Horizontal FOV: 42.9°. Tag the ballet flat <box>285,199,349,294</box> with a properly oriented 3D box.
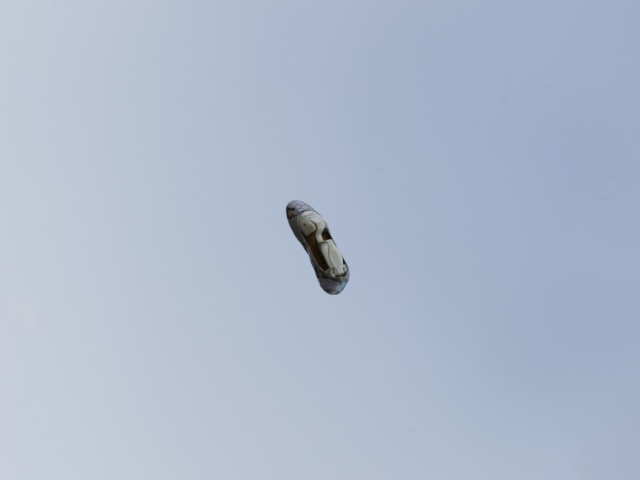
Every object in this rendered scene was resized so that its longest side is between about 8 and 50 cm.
[{"bbox_3d":[0.000,0.000,0.848,0.041,0.041,0.114,-39,-111,36],"label":"ballet flat"}]
